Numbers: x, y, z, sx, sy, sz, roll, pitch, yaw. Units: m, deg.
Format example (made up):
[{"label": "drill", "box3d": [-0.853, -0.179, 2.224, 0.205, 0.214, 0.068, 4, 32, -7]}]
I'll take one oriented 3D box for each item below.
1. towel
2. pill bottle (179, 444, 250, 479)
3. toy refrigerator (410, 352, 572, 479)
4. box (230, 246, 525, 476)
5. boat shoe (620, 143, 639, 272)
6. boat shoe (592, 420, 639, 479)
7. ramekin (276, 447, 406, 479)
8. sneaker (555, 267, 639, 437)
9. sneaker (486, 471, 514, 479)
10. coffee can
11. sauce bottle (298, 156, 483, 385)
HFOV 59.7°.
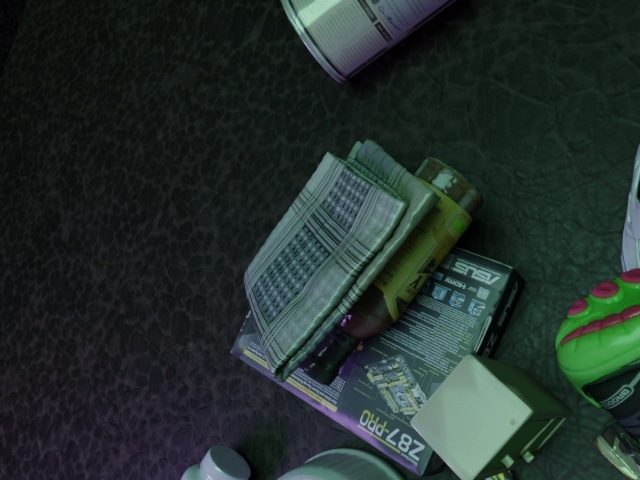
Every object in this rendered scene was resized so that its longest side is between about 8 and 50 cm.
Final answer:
[{"label": "towel", "box3d": [0.000, 0.000, 0.810, 0.324, 0.056, 0.312, -51, 23, 8]}, {"label": "pill bottle", "box3d": [-0.205, 0.454, 0.961, 0.112, 0.112, 0.187, 37, 96, 35]}, {"label": "toy refrigerator", "box3d": [0.219, 0.214, 0.668, 0.094, 0.269, 0.102, 43, 99, 33]}, {"label": "box", "box3d": [0.073, 0.126, 0.895, 0.395, 0.097, 0.318, 22, 86, 35]}, {"label": "boat shoe", "box3d": [0.436, -0.035, 0.719, 0.095, 0.084, 0.258, -4, 74, 31]}, {"label": "boat shoe", "box3d": [0.402, 0.281, 0.663, 0.152, 0.056, 0.049, 42, 104, 34]}, {"label": "ramekin", "box3d": [0.016, 0.449, 0.813, 0.272, 0.127, 0.273, -10, 70, 29]}, {"label": "sneaker", "box3d": [0.508, 0.085, 0.584, 0.482, 0.185, 0.202, -27, 103, 35]}, {"label": "sneaker", "box3d": [0.246, 0.324, 0.768, 0.035, 0.031, 0.083, -43, 61, -2]}, {"label": "coffee can", "box3d": [0.095, -0.442, 0.988, 0.275, 0.201, 0.201, -32, 61, 21]}, {"label": "sauce bottle", "box3d": [0.087, 0.049, 0.788, 0.111, 0.111, 0.344, 40, 96, 34]}]
